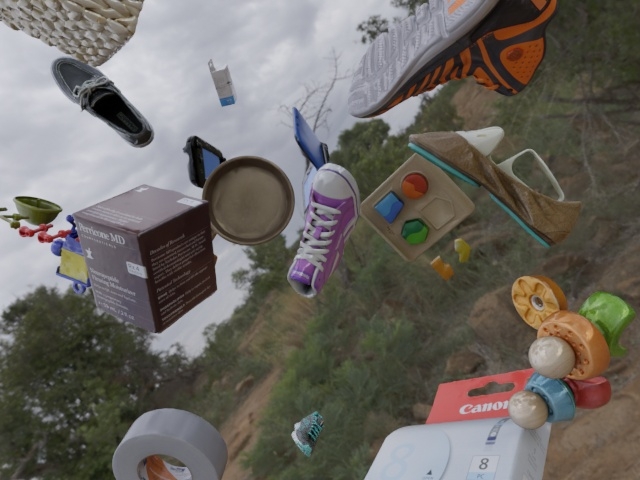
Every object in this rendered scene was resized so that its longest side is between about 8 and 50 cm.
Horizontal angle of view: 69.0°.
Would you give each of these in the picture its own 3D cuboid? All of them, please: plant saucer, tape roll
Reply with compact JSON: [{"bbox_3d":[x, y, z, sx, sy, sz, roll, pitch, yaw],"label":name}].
[{"bbox_3d":[-0.217,-0.120,1.415,0.278,0.278,0.041,-47,0,-10],"label":"plant saucer"},{"bbox_3d":[-0.306,0.455,0.960,0.219,0.219,0.072,-47,10,21],"label":"tape roll"}]

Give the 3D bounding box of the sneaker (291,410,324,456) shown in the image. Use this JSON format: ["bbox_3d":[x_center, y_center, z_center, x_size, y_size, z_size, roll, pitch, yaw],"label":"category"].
[{"bbox_3d":[-0.025,0.466,1.145,0.076,0.065,0.166,-42,2,-2],"label":"sneaker"}]

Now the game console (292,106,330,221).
[{"bbox_3d":[-0.060,-0.244,1.489,0.250,0.173,0.293,-60,19,29],"label":"game console"}]

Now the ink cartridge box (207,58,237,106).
[{"bbox_3d":[-0.186,-0.305,0.891,0.028,0.083,0.048,-12,32,4],"label":"ink cartridge box"}]

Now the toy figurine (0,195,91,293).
[{"bbox_3d":[-0.646,0.040,1.167,0.191,0.363,0.217,-48,-28,-62],"label":"toy figurine"}]

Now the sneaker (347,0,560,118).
[{"bbox_3d":[0.184,-0.243,0.666,0.321,0.180,0.124,-21,60,56],"label":"sneaker"}]

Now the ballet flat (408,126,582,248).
[{"bbox_3d":[0.330,-0.128,0.859,0.124,0.342,0.116,-54,-8,16],"label":"ballet flat"}]

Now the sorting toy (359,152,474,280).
[{"bbox_3d":[0.279,-0.048,1.206,0.229,0.307,0.041,-44,5,18],"label":"sorting toy"}]

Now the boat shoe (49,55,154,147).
[{"bbox_3d":[-0.553,-0.355,1.162,0.113,0.306,0.105,-44,3,-9],"label":"boat shoe"}]

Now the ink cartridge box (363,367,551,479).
[{"bbox_3d":[0.286,0.372,0.928,0.308,0.091,0.385,-28,11,41],"label":"ink cartridge box"}]

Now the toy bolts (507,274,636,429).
[{"bbox_3d":[0.354,0.187,0.752,0.159,0.228,0.218,-20,27,-20],"label":"toy bolts"}]

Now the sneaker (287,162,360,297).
[{"bbox_3d":[0.001,0.001,0.901,0.161,0.102,0.282,-56,-21,-44],"label":"sneaker"}]

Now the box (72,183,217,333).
[{"bbox_3d":[-0.316,0.028,0.868,0.167,0.169,0.203,-40,-43,-50],"label":"box"}]

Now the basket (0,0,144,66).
[{"bbox_3d":[-0.455,-0.496,0.765,0.331,0.328,0.266,15,88,54],"label":"basket"}]

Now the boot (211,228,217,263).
[{"bbox_3d":[-0.421,0.048,1.674,0.283,0.109,0.220,-54,-23,3],"label":"boot"}]

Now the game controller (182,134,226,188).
[{"bbox_3d":[-0.378,-0.246,1.574,0.067,0.166,0.319,-15,-1,6],"label":"game controller"}]
